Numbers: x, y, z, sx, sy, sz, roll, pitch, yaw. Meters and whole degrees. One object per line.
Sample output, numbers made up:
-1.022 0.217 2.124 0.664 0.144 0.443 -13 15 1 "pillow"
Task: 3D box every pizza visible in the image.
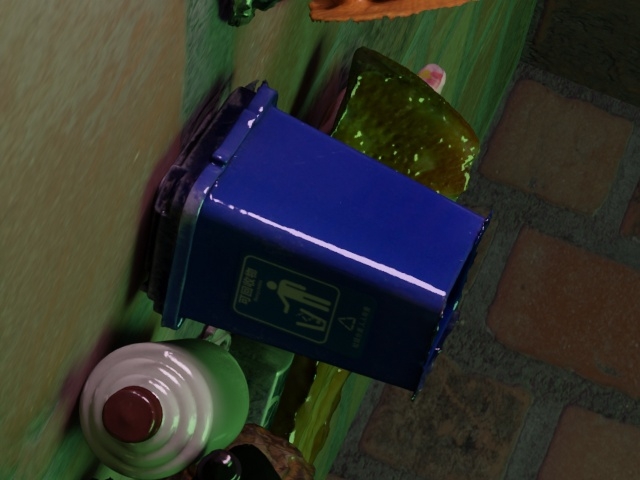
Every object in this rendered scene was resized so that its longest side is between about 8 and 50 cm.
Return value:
0.029 -0.027 1.814 0.297 0.189 0.071 -61 -160 5 "pizza"

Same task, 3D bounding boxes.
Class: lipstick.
-0.104 0.236 1.997 0.077 0.076 0.289 -45 154 -66 "lipstick"

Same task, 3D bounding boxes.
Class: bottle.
-0.123 0.129 1.452 0.245 0.104 0.104 16 96 -82 "bottle"

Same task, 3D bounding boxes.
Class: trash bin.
0.000 0.000 1.430 0.162 0.235 0.184 104 12 -46 "trash bin"

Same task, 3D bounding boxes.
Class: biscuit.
-0.043 0.209 2.243 0.326 0.107 0.325 19 90 -83 "biscuit"

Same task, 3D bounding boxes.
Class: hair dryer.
-0.076 0.191 1.475 0.114 0.070 0.248 -36 165 -19 "hair dryer"

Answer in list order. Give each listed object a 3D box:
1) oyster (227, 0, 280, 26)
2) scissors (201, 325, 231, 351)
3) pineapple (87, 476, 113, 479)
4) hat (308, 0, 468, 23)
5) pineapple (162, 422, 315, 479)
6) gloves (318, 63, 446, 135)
-0.002 -0.267 1.325 0.252 0.087 0.199 -55 171 -2 "oyster"
-0.113 0.102 1.781 0.189 0.015 0.100 -38 148 -73 "scissors"
-0.183 0.303 1.563 0.119 0.111 0.237 -110 -159 -50 "pineapple"
0.081 -0.323 1.532 0.233 0.244 0.233 -132 -150 -68 "hat"
-0.120 0.345 1.896 0.361 0.175 0.175 -68 173 32 "pineapple"
0.056 -0.109 1.967 0.241 0.126 0.145 -60 158 -66 "gloves"
